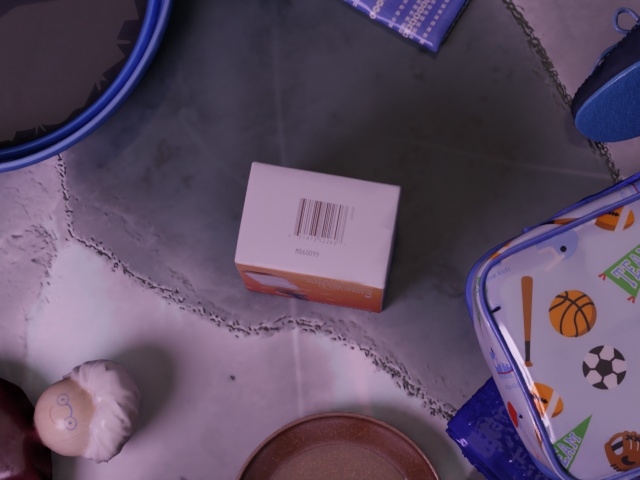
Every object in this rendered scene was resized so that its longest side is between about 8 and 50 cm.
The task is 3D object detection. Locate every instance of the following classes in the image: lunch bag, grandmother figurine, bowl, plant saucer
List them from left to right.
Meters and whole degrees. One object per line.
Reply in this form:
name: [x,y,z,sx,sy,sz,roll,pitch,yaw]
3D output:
grandmother figurine: [-0.316,0.201,1.629,0.342,0.104,0.208,-23,90,1]
bowl: [-0.323,-0.246,1.704,0.391,0.077,0.391,0,82,2]
plant saucer: [0.016,0.252,1.639,0.198,0.036,0.198,0,82,3]
lunch bag: [0.286,0.057,1.546,0.303,0.115,0.243,-23,85,-3]

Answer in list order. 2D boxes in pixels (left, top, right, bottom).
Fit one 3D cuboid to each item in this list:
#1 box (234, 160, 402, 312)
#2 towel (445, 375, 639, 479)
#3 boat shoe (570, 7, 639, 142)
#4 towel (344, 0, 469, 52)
box: [0.000,0.000,1.608,0.130,0.170,0.091,9,81,3]
towel: [0.290,0.138,1.633,0.227,0.076,0.308,45,85,0]
boat shoe: [0.333,-0.185,1.647,0.258,0.109,0.089,-34,44,21]
towel: [0.028,-0.361,1.727,0.336,0.040,0.243,32,85,6]
